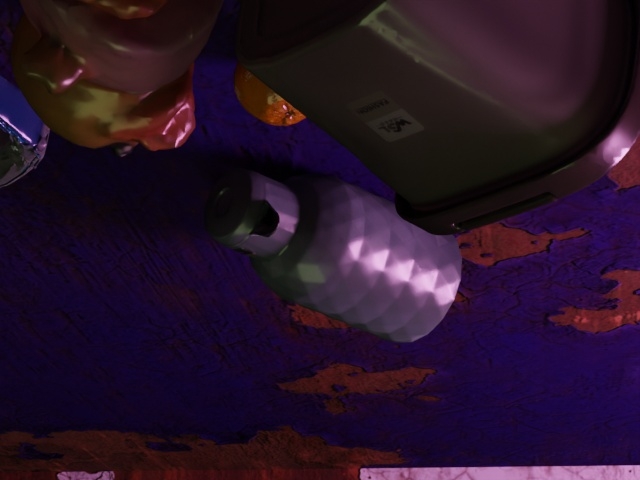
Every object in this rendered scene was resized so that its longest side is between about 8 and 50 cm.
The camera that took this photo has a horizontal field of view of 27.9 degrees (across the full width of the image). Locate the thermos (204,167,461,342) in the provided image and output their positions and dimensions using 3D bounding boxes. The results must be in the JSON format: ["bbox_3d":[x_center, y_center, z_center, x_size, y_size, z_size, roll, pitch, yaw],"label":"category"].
[{"bbox_3d":[0.000,0.000,1.378,0.287,0.144,0.182,24,-179,-36],"label":"thermos"}]

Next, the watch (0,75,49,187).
[{"bbox_3d":[-0.368,-0.144,1.172,0.275,0.068,0.276,23,149,-30],"label":"watch"}]

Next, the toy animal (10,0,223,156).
[{"bbox_3d":[-0.163,-0.163,0.994,0.169,0.195,0.281,40,153,11],"label":"toy animal"}]

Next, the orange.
[{"bbox_3d":[-0.036,-0.139,1.135,0.083,0.070,0.083,-3,155,-1],"label":"orange"}]

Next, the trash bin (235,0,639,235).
[{"bbox_3d":[0.086,-0.151,0.948,0.220,0.219,0.250,-21,140,38],"label":"trash bin"}]
